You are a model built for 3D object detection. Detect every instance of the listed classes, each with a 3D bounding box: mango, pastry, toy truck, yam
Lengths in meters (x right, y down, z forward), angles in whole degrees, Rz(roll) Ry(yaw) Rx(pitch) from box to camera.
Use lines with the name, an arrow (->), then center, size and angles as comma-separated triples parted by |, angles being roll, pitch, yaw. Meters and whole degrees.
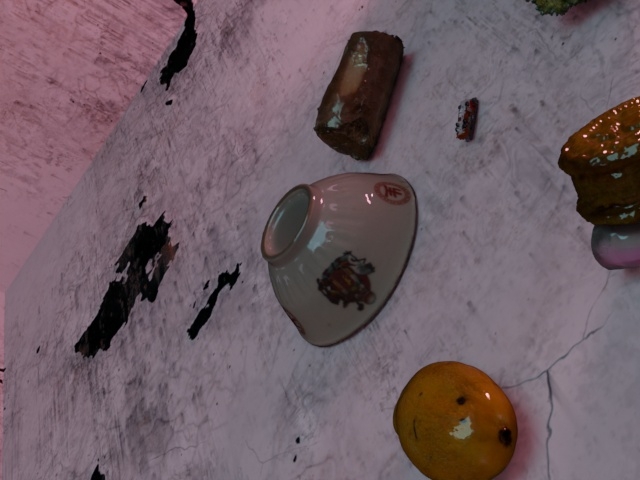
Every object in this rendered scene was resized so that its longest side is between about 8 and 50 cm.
mango -> 0.164, 0.236, 1.459 | 0.262, 0.109, 0.157 | 10, 77, 63
pastry -> 0.383, -0.102, 1.335 | 0.189, 0.103, 0.189 | -26, 17, 9
toy truck -> 0.242, -0.202, 1.815 | 0.024, 0.032, 0.083 | -29, 44, 51
yam -> 0.072, -0.275, 2.079 | 0.128, 0.129, 0.238 | 10, 71, 25

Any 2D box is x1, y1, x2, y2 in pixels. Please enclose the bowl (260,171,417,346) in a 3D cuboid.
bowl -> 0.000, 0.000, 1.907 | 0.337, 0.157, 0.337 | -41, 33, 34

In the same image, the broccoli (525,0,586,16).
broccoli -> 0.296, -0.484, 1.656 | 0.252, 0.361, 0.221 | 88, -173, -64

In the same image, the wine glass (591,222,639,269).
wine glass -> 0.400, -0.001, 1.311 | 0.155, 0.073, 0.073 | -3, 63, 60
